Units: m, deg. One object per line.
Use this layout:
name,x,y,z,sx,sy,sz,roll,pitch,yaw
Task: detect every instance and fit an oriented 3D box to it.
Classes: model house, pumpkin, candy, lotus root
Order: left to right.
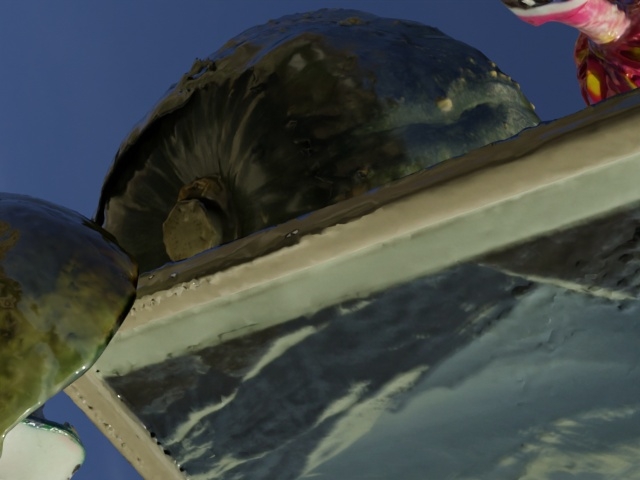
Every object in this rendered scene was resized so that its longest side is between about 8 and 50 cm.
lotus root,-0.166,0.033,0.541,0.078,0.183,0.203,56,-16,-19
model house,-0.307,0.201,1.483,0.088,0.100,0.100,-55,-147,17
pumpkin,0.000,0.000,0.916,0.291,0.257,0.328,49,-59,30
candy,0.187,-0.180,1.052,0.124,0.365,0.124,-17,-115,39

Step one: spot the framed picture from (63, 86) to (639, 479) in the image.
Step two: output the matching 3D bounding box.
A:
framed picture,0.068,0.078,0.583,0.335,0.022,0.247,-19,-60,31
